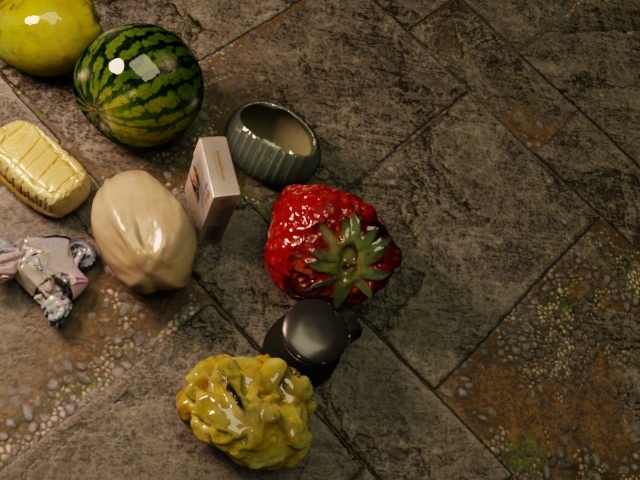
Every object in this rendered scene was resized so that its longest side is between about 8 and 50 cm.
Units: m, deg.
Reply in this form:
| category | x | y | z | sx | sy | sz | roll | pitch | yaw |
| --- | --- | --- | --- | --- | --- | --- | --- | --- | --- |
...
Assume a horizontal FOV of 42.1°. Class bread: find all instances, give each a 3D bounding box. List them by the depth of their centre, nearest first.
| category | x | y | z | sx | sy | sz | roll | pitch | yaw |
| --- | --- | --- | --- | --- | --- | --- | --- | --- | --- |
| bread | -0.620 | -0.154 | 1.823 | 0.236 | 0.106 | 0.140 | 41 | 61 | 6 |

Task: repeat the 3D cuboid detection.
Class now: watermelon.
| category | x | y | z | sx | sy | sz | roll | pitch | yaw |
| --- | --- | --- | --- | --- | --- | --- | --- | --- | --- |
| watermelon | -0.409 | -0.349 | 1.891 | 0.285 | 0.285 | 0.285 | 7 | 62 | -14 |

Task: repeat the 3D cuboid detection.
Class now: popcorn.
| category | x | y | z | sx | sy | sz | roll | pitch | yaw |
| --- | --- | --- | --- | --- | --- | --- | --- | --- | --- |
| popcorn | -0.142 | 0.340 | 1.667 | 0.286 | 0.215 | 0.252 | 35 | 35 | 3 |

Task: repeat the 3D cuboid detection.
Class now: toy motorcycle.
| category | x | y | z | sx | sy | sz | roll | pitch | yaw |
| --- | --- | --- | --- | --- | --- | --- | --- | --- | --- |
| toy motorcycle | -0.576 | 0.082 | 1.714 | 0.239 | 0.108 | 0.204 | -4 | 66 | -20 |

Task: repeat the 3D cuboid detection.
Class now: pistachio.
| category | x | y | z | sx | sy | sz | roll | pitch | yaw |
| --- | --- | --- | --- | --- | --- | --- | --- | --- | --- |
| pistachio | -0.380 | -0.029 | 1.789 | 0.226 | 0.208 | 0.332 | 23 | 27 | -57 |

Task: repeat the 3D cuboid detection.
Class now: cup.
| category | x | y | z | sx | sy | sz | roll | pitch | yaw |
| --- | --- | --- | --- | --- | --- | --- | --- | --- | --- |
| cup | -0.008 | 0.213 | 1.792 | 0.223 | 0.176 | 0.169 | -15 | 66 | -23 |

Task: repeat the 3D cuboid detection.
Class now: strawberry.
| category | x | y | z | sx | sy | sz | roll | pitch | yaw |
| --- | --- | --- | --- | --- | --- | --- | --- | --- | --- |
| strawberry | 0.002 | 0.013 | 1.873 | 0.291 | 0.310 | 0.292 | -2 | 94 | -21 |

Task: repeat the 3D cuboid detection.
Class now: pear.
| category | x | y | z | sx | sy | sz | roll | pitch | yaw |
| --- | --- | --- | --- | --- | --- | --- | --- | --- | --- |
| pear | -0.639 | -0.483 | 1.924 | 0.269 | 0.212 | 0.212 | -9 | 66 | -4 |

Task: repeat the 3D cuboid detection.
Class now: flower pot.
| category | x | y | z | sx | sy | sz | roll | pitch | yaw |
| --- | --- | --- | --- | --- | --- | --- | --- | --- | --- |
| flower pot | -0.115 | -0.228 | 1.993 | 0.243 | 0.157 | 0.189 | 35 | 60 | 1 |

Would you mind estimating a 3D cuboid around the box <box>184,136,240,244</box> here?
| category | x | y | z | sx | sy | sz | roll | pitch | yaw |
| --- | --- | --- | --- | --- | --- | --- | --- | --- | --- |
| box | -0.243 | -0.107 | 1.844 | 0.067 | 0.233 | 0.149 | -9 | 67 | -22 |

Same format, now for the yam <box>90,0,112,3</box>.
| category | x | y | z | sx | sy | sz | roll | pitch | yaw |
| --- | --- | --- | --- | --- | --- | --- | --- | --- | --- |
| yam | -0.546 | -0.753 | 2.052 | 0.168 | 0.304 | 0.168 | 10 | 51 | -13 |
